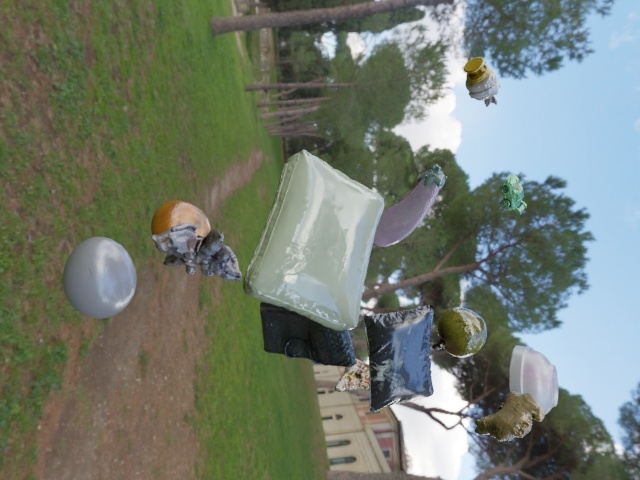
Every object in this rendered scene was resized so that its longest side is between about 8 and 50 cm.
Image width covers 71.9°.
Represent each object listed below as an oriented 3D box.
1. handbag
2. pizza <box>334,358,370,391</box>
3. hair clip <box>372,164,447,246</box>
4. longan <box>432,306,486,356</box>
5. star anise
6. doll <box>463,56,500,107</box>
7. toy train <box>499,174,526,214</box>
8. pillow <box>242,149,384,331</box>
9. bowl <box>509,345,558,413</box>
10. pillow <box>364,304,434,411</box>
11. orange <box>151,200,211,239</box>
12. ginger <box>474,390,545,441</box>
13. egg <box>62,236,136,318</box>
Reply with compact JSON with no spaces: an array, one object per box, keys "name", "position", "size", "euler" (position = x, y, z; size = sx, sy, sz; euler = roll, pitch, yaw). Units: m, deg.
[{"name":"handbag","position":[-0.040,0.218,1.076],"size":[0.089,0.271,0.175],"euler":[-29,116,-54]},{"name":"pizza","position":[0.114,0.437,1.416],"size":[0.185,0.195,0.052],"euler":[19,-72,41]},{"name":"hair clip","position":[0.294,-0.101,1.501],"size":[0.110,0.359,0.095],"euler":[46,-1,-11]},{"name":"longan","position":[0.417,0.284,1.343],"size":[0.154,0.176,0.145],"euler":[62,-2,3]},{"name":"star anise","position":[-0.299,0.031,1.095],"size":[0.229,0.236,0.093],"euler":[-33,-149,48]},{"name":"doll","position":[0.383,-0.375,1.045],"size":[0.127,0.073,0.084],"euler":[43,46,-40]},{"name":"toy train","position":[0.773,-0.186,1.764],"size":[0.081,0.099,0.149],"euler":[18,-44,41]},{"name":"pillow","position":[0.000,0.000,0.903],"size":[0.120,0.256,0.322],"euler":[-21,-132,56]},{"name":"bowl","position":[0.862,0.572,1.771],"size":[0.287,0.144,0.286],"euler":[10,78,-54]},{"name":"pillow","position":[0.152,0.228,0.847],"size":[0.055,0.142,0.208],"euler":[-125,-154,-70]},{"name":"orange","position":[-0.547,-0.039,1.729],"size":[0.171,0.240,0.239],"euler":[-18,-108,42]},{"name":"ginger","position":[0.591,0.568,1.391],"size":[0.074,0.213,0.137],"euler":[54,3,-18]},{"name":"egg","position":[-0.585,0.096,1.174],"size":[0.176,0.176,0.231],"euler":[-104,-160,-62]}]
